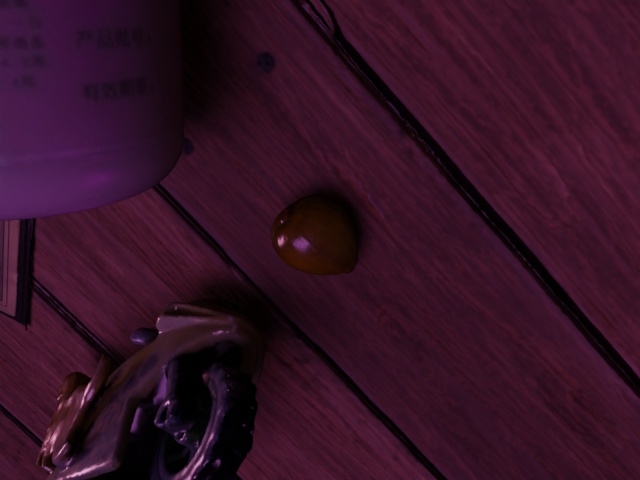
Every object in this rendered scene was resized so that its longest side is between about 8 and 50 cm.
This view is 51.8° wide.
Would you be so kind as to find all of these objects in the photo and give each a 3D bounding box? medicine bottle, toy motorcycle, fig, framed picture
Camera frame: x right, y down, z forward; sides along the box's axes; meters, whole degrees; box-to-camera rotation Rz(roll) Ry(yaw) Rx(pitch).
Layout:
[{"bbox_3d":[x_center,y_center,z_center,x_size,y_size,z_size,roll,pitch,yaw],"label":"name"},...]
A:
[{"bbox_3d":[-0.232,-0.198,0.467,0.256,0.256,0.324,7,112,17],"label":"medicine bottle"},{"bbox_3d":[-0.189,0.201,0.692,0.169,0.237,0.410,39,127,-21],"label":"toy motorcycle"},{"bbox_3d":[0.000,0.000,0.603,0.088,0.074,0.074,36,126,-20],"label":"fig"},{"bbox_3d":[-0.435,-0.003,0.800,0.195,0.010,0.199,24,123,7],"label":"framed picture"}]
